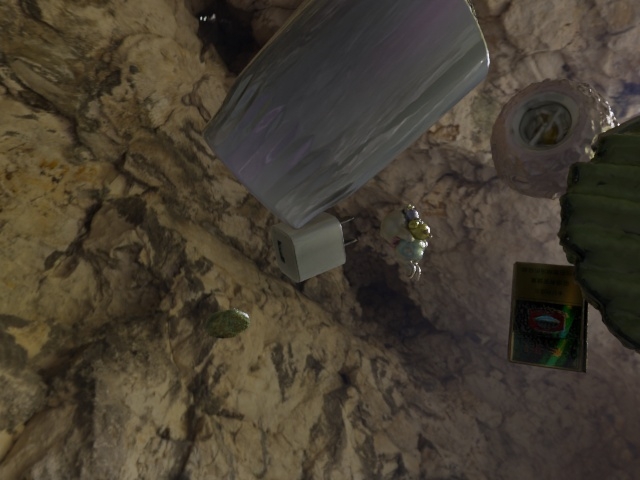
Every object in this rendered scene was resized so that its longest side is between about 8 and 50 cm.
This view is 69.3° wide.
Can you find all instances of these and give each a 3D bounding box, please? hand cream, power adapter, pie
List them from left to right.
[{"bbox_3d":[-0.170,0.151,0.839,0.085,0.017,0.085,-14,-43,-13],"label":"pie"},{"bbox_3d":[0.000,0.000,1.129,0.205,0.125,0.130,-20,-65,-26],"label":"power adapter"},{"bbox_3d":[0.496,-0.169,0.691,0.165,0.037,0.057,-20,-68,26],"label":"hand cream"}]

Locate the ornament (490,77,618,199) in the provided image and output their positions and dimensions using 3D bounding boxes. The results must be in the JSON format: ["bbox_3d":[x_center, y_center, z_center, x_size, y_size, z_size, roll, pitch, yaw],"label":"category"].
[{"bbox_3d":[0.509,-0.214,1.018,0.225,0.259,0.259,19,-75,-55],"label":"ornament"}]

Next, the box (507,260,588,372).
[{"bbox_3d":[0.527,0.174,1.079,0.159,0.071,0.240,4,-98,15],"label":"box"}]

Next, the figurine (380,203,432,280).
[{"bbox_3d":[0.303,0.007,1.555,0.155,0.235,0.127,-36,-37,15],"label":"figurine"}]

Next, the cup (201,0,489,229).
[{"bbox_3d":[0.029,-0.212,0.671,0.371,0.253,0.253,-43,-66,6],"label":"cup"}]

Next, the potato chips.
[{"bbox_3d":[0.513,0.026,0.564,0.429,0.070,0.358,13,-96,15],"label":"potato chips"}]
